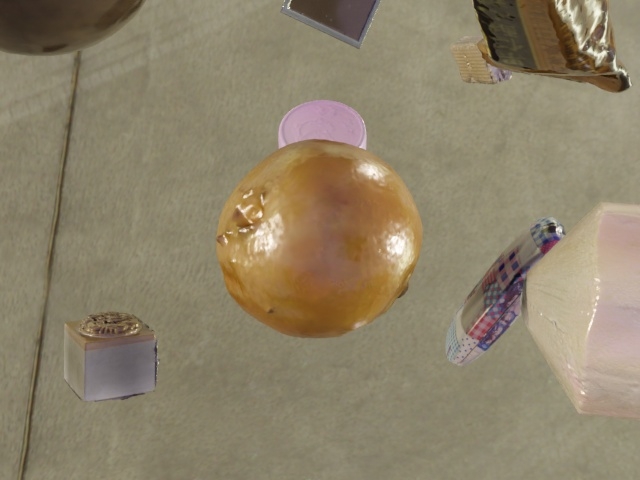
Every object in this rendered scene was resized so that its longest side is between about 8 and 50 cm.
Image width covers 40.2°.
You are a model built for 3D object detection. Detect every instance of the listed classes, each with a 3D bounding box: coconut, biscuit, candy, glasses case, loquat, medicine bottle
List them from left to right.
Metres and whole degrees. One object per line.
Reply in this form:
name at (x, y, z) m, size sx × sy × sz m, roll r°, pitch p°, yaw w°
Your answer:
loquat at (0.000, 0.000, 1.363) m, size 0.328 × 0.328 × 0.328 m, roll 7°, pitch 69°, yaw -19°
medicine bottle at (0.003, -0.151, 2.048) m, size 0.202 × 0.316 × 0.202 m, roll 1°, pitch 53°, yaw -1°
biscuit at (0.367, -0.414, 2.011) m, size 0.062 × 0.239 × 0.108 m, roll -25°, pitch 104°, yaw -2°
glasses case at (0.328, 0.095, 1.573) m, size 0.076 × 0.327 × 0.125 m, roll 30°, pitch 27°, yaw -8°
candy at (0.177, -0.195, 0.705) m, size 0.143 × 0.271 × 0.101 m, roll 20°, pitch 80°, yaw 26°
coconut at (0.332, 0.074, 0.910) m, size 0.244 × 0.239 × 0.239 m, roll 8°, pitch 64°, yaw 20°

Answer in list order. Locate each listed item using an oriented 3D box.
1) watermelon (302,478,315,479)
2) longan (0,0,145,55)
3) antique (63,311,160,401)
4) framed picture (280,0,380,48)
watermelon at (-0.021, 0.476, 1.601) m, size 0.085 × 0.085 × 0.061 m, roll -34°, pitch 120°, yaw -27°
longan at (-0.301, -0.335, 0.892) m, size 0.297 × 0.297 × 0.297 m, roll 7°, pitch 69°, yaw -19°
antique at (-0.411, 0.221, 1.715) m, size 0.152 × 0.147 × 0.148 m, roll -5°, pitch 103°, yaw -32°
framed picture at (0.041, -0.618, 2.164) m, size 0.273 × 0.016 × 0.216 m, roll 16°, pitch 104°, yaw -41°
